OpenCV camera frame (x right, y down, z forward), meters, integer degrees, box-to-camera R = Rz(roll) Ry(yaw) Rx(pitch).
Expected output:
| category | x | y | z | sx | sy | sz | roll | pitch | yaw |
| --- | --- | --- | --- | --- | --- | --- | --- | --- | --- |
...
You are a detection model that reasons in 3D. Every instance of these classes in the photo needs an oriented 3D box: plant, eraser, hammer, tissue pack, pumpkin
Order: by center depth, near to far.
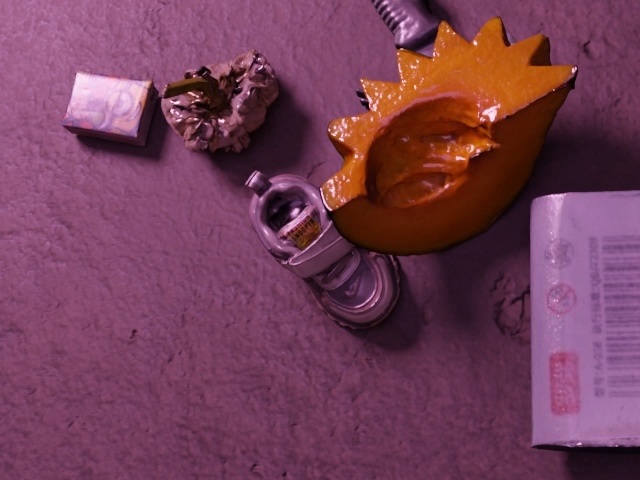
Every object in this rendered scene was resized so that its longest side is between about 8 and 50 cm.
| category | x | y | z | sx | sy | sz | roll | pitch | yaw |
| --- | --- | --- | --- | --- | --- | --- | --- | --- | --- |
| eraser | 0.273 | 0.074 | 1.332 | 0.174 | 0.081 | 0.227 | 0 | 76 | 8 |
| pumpkin | 0.113 | -0.093 | 1.394 | 0.254 | 0.149 | 0.130 | -32 | 53 | 1 |
| plant | -0.107 | -0.145 | 1.446 | 0.104 | 0.122 | 0.116 | 40 | 94 | 29 |
| hammer | 0.083 | -0.230 | 1.466 | 0.159 | 0.041 | 0.226 | -24 | 74 | 3 |
| tissue pack | -0.209 | -0.133 | 1.504 | 0.083 | 0.035 | 0.063 | 11 | 79 | 16 |

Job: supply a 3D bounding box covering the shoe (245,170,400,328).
| category | x | y | z | sx | sy | sz | roll | pitch | yaw |
| --- | --- | --- | --- | --- | --- | --- | --- | --- | --- |
| shoe | 0.000 | 0.000 | 1.398 | 0.089 | 0.092 | 0.180 | -43 | 73 | -1 |
